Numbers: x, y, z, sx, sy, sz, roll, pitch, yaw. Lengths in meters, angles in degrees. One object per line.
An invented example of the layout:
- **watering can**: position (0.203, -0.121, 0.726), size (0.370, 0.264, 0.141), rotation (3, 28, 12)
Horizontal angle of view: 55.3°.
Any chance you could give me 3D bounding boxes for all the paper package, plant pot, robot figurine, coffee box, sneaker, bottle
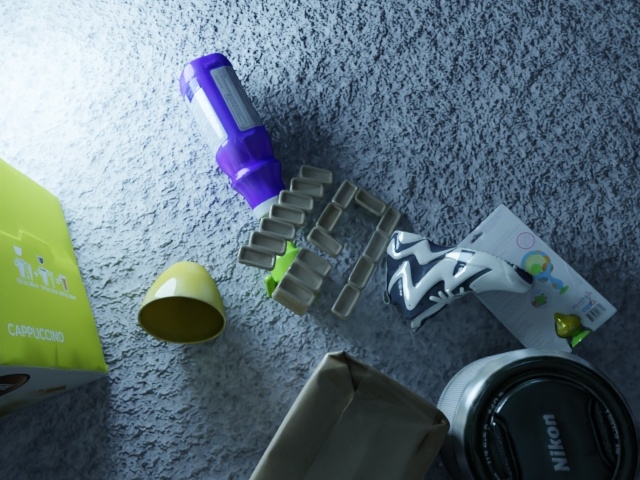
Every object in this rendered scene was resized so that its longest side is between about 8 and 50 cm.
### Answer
- **paper package**: position (0.008, 0.320, 0.801), size (0.168, 0.325, 0.309), rotation (30, 79, 9)
- **plant pot**: position (-0.217, 0.091, 0.980), size (0.134, 0.134, 0.095), rotation (-5, 48, 2)
- **robot figurine**: position (-0.043, 0.059, 0.999), size (0.101, 0.067, 0.115), rotation (-19, 76, -15)
- **coffee box**: position (-0.560, 0.089, 0.877), size (0.335, 0.337, 0.338), rotation (-20, 76, -3)
- **sneaker**: position (0.200, 0.084, 0.951), size (0.235, 0.094, 0.152), rotation (16, 90, 24)
- **bottle**: position (-0.139, -0.170, 1.030), size (0.092, 0.118, 0.282), rotation (-26, 84, -22)

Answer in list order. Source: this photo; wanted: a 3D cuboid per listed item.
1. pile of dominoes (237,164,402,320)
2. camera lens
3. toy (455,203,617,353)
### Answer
- **pile of dominoes**: position (0.000, 0.000, 0.988), size (0.196, 0.040, 0.251), rotation (33, 57, -2)
- **camera lens**: position (0.274, 0.262, 0.828), size (0.220, 0.274, 0.219), rotation (-1, 77, 2)
- **toy**: position (0.329, 0.073, 0.976), size (0.137, 0.056, 0.237), rotation (-45, 65, 9)
